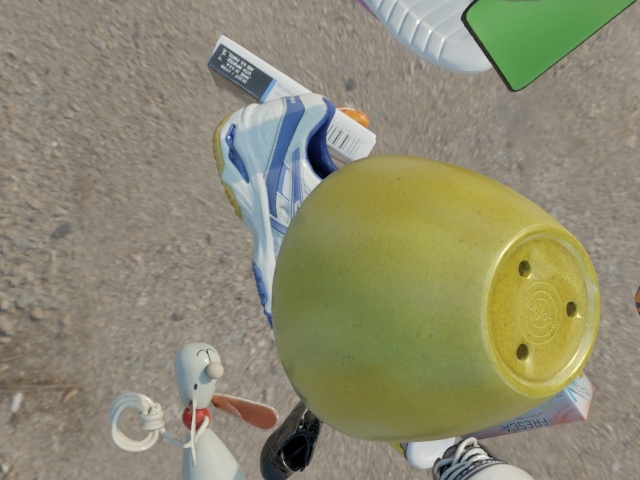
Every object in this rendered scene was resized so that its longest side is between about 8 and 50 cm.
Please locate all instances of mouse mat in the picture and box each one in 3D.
[{"bbox_3d":[0.200,-0.200,0.811,0.152,0.190,0.007,-38,65,12],"label":"mouse mat"}]

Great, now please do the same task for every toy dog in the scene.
[{"bbox_3d":[-0.154,0.337,1.487,0.220,0.161,0.333,-37,115,-37],"label":"toy dog"}]

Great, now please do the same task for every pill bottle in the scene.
[{"bbox_3d":[0.148,0.317,1.737,0.103,0.184,0.103,-15,120,-28],"label":"pill bottle"}]

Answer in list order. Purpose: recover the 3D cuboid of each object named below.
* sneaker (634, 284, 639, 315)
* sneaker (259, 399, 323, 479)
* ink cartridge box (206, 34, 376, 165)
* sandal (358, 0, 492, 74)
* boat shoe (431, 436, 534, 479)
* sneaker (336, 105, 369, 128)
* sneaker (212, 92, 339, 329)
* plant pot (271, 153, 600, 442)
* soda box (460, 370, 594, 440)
[{"bbox_3d":[0.502,0.102,1.264,0.124,0.321,0.180,45,65,-8],"label":"sneaker"},{"bbox_3d":[-0.037,0.252,1.178,0.051,0.089,0.170,29,117,-3],"label":"sneaker"},{"bbox_3d":[-0.034,-0.155,1.159,0.206,0.208,0.045,33,92,-1],"label":"ink cartridge box"},{"bbox_3d":[0.119,-0.392,1.470,0.169,0.102,0.416,-46,72,-4],"label":"sandal"},{"bbox_3d":[0.180,0.299,1.160,0.127,0.340,0.158,-33,55,-4],"label":"boat shoe"},{"bbox_3d":[-0.004,-0.176,1.595,0.175,0.064,0.067,-9,51,-7],"label":"sneaker"},{"bbox_3d":[0.000,0.000,0.963,0.131,0.112,0.296,-18,101,17],"label":"sneaker"},{"bbox_3d":[0.060,0.027,0.418,0.134,0.095,0.134,0,90,-35],"label":"plant pot"},{"bbox_3d":[0.249,0.203,1.237,0.183,0.058,0.063,-21,114,38],"label":"soda box"}]
